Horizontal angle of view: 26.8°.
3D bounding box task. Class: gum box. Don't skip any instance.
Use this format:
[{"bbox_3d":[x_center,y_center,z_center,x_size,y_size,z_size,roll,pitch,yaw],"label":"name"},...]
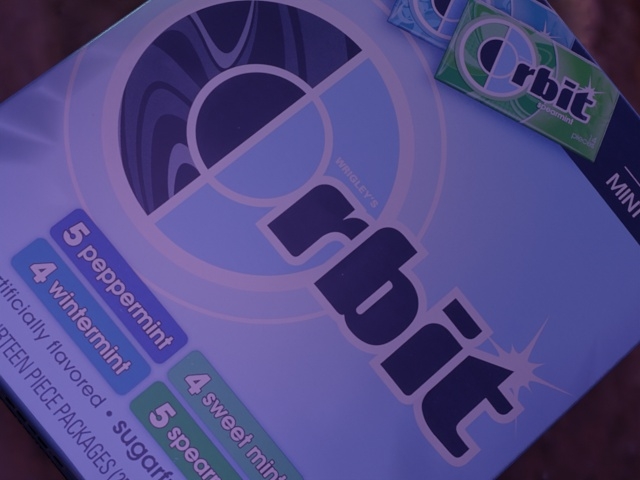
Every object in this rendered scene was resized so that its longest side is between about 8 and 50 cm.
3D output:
[{"bbox_3d":[0.000,0.000,0.368,0.184,0.041,0.157,-39,90,-18],"label":"gum box"}]
